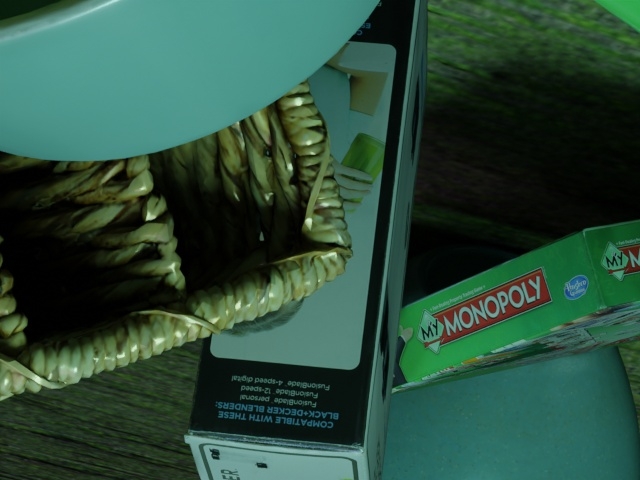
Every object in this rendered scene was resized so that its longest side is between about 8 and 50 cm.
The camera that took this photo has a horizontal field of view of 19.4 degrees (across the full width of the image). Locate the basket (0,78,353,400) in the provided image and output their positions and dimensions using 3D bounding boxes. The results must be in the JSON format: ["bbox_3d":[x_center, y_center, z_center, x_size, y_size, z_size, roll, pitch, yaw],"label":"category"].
[{"bbox_3d":[-0.159,-0.082,0.806,0.223,0.299,0.213,-11,-173,37],"label":"basket"}]

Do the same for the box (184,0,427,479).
[{"bbox_3d":[0.000,0.000,0.990,0.087,0.290,0.169,6,154,6],"label":"box"}]

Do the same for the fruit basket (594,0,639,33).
[{"bbox_3d":[0.260,-0.154,0.733,0.353,0.165,0.327,15,149,-33],"label":"fruit basket"}]

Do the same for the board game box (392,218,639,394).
[{"bbox_3d":[0.203,0.025,1.111,0.317,0.046,0.213,-9,169,-37],"label":"board game box"}]

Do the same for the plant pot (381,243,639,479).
[{"bbox_3d":[0.100,0.118,1.291,0.290,0.290,0.195,12,119,-10],"label":"plant pot"}]

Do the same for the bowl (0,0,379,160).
[{"bbox_3d":[-0.084,-0.152,0.659,0.311,0.312,0.163,0,153,16],"label":"bowl"}]
